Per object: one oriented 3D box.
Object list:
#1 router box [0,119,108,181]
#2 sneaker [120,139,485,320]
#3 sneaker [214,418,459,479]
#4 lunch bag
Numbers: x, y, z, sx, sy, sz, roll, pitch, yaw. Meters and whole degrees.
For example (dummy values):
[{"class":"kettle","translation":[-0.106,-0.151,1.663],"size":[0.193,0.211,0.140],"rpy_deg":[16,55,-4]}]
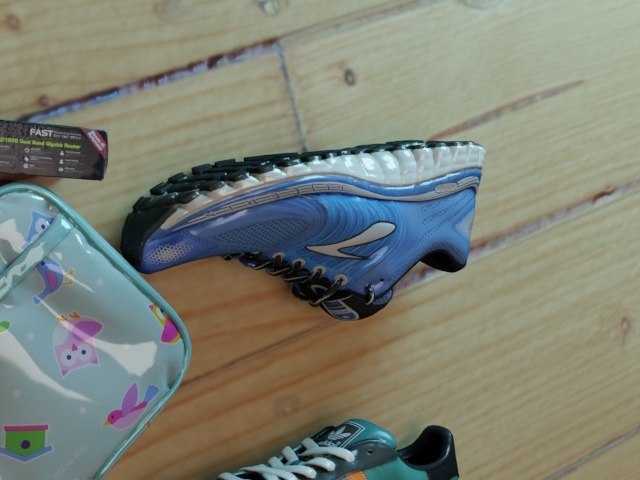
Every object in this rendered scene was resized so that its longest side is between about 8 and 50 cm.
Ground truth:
[{"class":"router box","translation":[-0.225,-0.068,0.863],"size":[0.122,0.092,0.038],"rpy_deg":[3,94,-30]},{"class":"sneaker","translation":[0.000,0.000,0.975],"size":[0.330,0.130,0.147],"rpy_deg":[-7,97,-28]},{"class":"sneaker","translation":[-0.006,0.209,1.014],"size":[0.302,0.108,0.121],"rpy_deg":[5,93,-37]},{"class":"lunch bag","translation":[-0.250,0.103,0.859],"size":[0.279,0.108,0.224],"rpy_deg":[-48,115,-16]}]
